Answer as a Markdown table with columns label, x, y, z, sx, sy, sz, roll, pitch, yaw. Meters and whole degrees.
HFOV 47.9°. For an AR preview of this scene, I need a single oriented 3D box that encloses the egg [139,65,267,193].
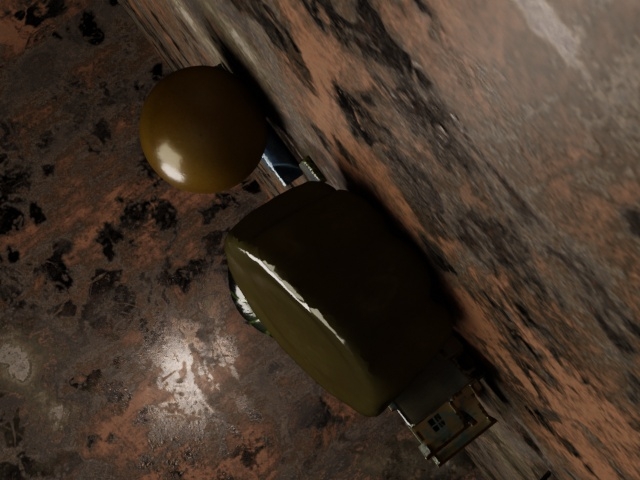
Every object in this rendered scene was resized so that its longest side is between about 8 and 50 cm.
| label | x | y | z | sx | sy | sz | roll | pitch | yaw |
| --- | --- | --- | --- | --- | --- | --- | --- | --- | --- |
| egg | -0.231 | -0.218 | 1.440 | 0.250 | 0.250 | 0.322 | 53 | 178 | -7 |

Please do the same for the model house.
| label | x | y | z | sx | sy | sz | roll | pitch | yaw |
| --- | --- | --- | --- | --- | --- | --- | --- | --- | --- |
| model house | 0.211 | 0.280 | 1.260 | 0.206 | 0.178 | 0.271 | 56 | 173 | -27 |

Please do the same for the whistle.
| label | x | y | z | sx | sy | sz | roll | pitch | yaw |
| --- | --- | --- | --- | --- | --- | --- | --- | --- | --- |
| whistle | -0.151 | -0.253 | 1.599 | 0.304 | 0.062 | 0.062 | 52 | 176 | -3 |

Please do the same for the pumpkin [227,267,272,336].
| label | x | y | z | sx | sy | sz | roll | pitch | yaw |
| --- | --- | --- | --- | --- | --- | --- | --- | --- | --- |
| pumpkin | -0.058 | 0.087 | 1.690 | 0.323 | 0.323 | 0.241 | 54 | -158 | -18 |

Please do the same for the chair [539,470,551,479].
| label | x | y | z | sx | sy | sz | roll | pitch | yaw |
| --- | --- | --- | --- | --- | --- | --- | --- | --- | --- |
| chair | 0.388 | 0.571 | 1.319 | 0.172 | 0.247 | 0.158 | 54 | 177 | -32 |

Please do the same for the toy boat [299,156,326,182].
| label | x | y | z | sx | sy | sz | roll | pitch | yaw |
| --- | --- | --- | --- | --- | --- | --- | --- | --- | --- |
| toy boat | -0.017 | -0.134 | 1.425 | 0.063 | 0.016 | 0.115 | 53 | 177 | -6 |

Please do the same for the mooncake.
| label | x | y | z | sx | sy | sz | roll | pitch | yaw |
| --- | --- | --- | --- | --- | --- | --- | --- | --- | --- |
| mooncake | 0.032 | 0.087 | 1.153 | 0.378 | 0.201 | 0.378 | 42 | 161 | 19 |
